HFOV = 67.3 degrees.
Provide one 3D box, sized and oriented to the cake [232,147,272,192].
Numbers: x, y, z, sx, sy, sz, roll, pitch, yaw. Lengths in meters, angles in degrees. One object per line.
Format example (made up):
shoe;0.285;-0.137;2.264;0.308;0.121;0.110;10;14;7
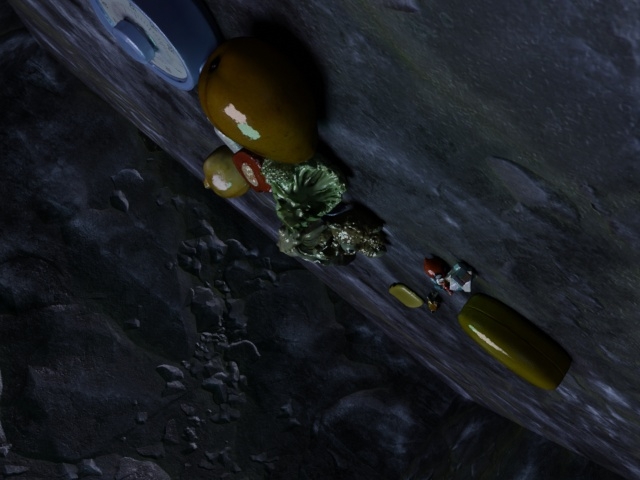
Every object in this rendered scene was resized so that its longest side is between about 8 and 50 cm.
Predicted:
cake;-0.188;-0.266;1.645;0.176;0.151;0.283;57;164;-19

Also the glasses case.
glasses case;0.606;0.328;1.511;0.371;0.141;0.173;38;168;2

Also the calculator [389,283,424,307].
calculator;0.385;0.250;2.173;0.157;0.033;0.236;39;167;2

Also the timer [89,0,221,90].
timer;-0.419;-0.538;1.217;0.395;0.173;0.395;37;168;9

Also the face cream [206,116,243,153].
face cream;-0.313;-0.376;1.765;0.082;0.082;0.269;27;163;46

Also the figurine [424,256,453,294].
figurine;0.381;0.107;1.541;0.140;0.068;0.075;49;169;-20

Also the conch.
conch;0.002;-0.016;1.930;0.353;0.209;0.297;-4;-149;-27

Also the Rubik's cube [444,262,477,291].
Rubik's cube;0.415;0.112;1.410;0.075;0.084;0.073;23;175;-7

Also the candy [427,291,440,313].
candy;0.452;0.246;1.901;0.047;0.053;0.182;18;160;27

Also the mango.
mango;-0.127;-0.305;1.118;0.264;0.221;0.378;29;174;27

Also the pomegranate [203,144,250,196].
pomegranate;-0.368;-0.283;1.971;0.233;0.233;0.233;37;169;9

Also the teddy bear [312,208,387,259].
teddy bear;0.110;-0.021;1.657;0.268;0.156;0.256;-1;170;-5

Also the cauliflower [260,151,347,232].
cauliflower;-0.063;-0.143;1.440;0.276;0.250;0.272;20;169;-16

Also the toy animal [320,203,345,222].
toy animal;-0.010;-0.111;1.703;0.239;0.255;0.176;-9;116;21
